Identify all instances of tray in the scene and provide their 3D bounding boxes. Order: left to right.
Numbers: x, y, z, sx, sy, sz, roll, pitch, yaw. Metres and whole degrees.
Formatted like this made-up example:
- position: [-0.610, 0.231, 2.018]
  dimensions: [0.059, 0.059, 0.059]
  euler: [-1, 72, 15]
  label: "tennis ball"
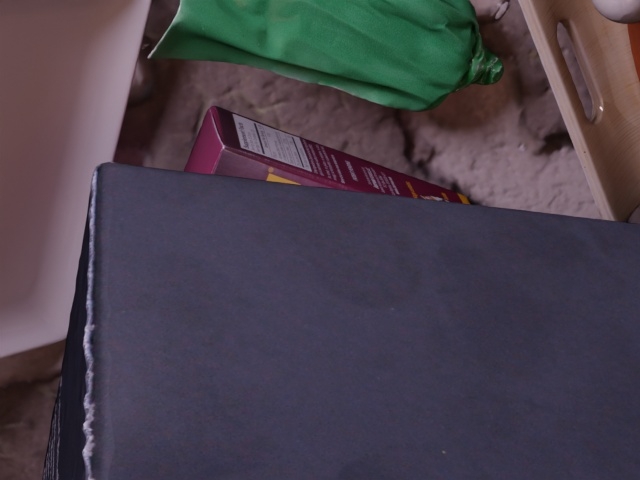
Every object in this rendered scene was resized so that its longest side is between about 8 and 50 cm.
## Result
- position: [-0.189, -0.041, 1.139]
  dimensions: [0.145, 0.030, 0.270]
  euler: [-14, 130, -44]
  label: "tray"

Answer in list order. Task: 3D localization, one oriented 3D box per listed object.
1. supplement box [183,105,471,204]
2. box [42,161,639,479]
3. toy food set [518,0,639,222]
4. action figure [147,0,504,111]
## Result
- position: [0.000, 0.000, 1.203]
  dimensions: [0.188, 0.081, 0.104]
  euler: [19, 108, -15]
  label: "supplement box"
- position: [0.063, 0.244, 1.141]
  dimensions: [0.480, 0.297, 0.472]
  euler: [7, 128, -12]
  label: "box"
- position: [0.287, -0.135, 1.141]
  dimensions: [0.306, 0.092, 0.220]
  euler: [-13, 115, 25]
  label: "toy food set"
- position: [0.018, -0.139, 1.153]
  dimensions: [0.232, 0.063, 0.137]
  euler: [20, 105, -28]
  label: "action figure"
